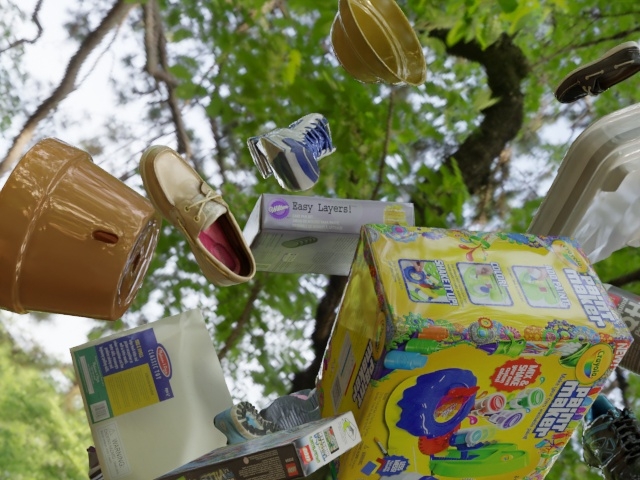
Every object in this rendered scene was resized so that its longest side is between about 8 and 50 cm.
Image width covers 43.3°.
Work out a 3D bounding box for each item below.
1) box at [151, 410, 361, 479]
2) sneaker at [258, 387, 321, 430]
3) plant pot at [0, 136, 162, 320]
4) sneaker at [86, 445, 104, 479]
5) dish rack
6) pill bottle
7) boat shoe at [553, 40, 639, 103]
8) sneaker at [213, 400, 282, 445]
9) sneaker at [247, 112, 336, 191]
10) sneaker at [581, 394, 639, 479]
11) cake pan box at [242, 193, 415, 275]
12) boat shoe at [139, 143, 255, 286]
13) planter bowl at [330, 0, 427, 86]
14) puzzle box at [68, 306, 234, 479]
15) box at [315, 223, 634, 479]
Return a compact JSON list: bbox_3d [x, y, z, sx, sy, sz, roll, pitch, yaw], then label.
[{"bbox_3d":[-0.070,0.238,0.867,0.207,0.114,0.036,-23,-97,31],"label":"box"},{"bbox_3d":[-0.074,0.360,1.562,0.319,0.131,0.112,14,54,-70],"label":"sneaker"},{"bbox_3d":[-0.387,0.002,1.304,0.203,0.291,0.291,20,-33,0],"label":"plant pot"},{"bbox_3d":[-0.423,0.433,1.765,0.098,0.223,0.083,59,3,40],"label":"sneaker"},{"bbox_3d":[0.446,-0.067,1.181,0.072,0.285,0.333,56,-27,29],"label":"dish rack"},{"bbox_3d":[0.711,0.208,1.906,0.318,0.176,0.176,23,-39,28],"label":"pill bottle"},{"bbox_3d":[0.368,-0.213,1.067,0.125,0.046,0.038,-29,-123,33],"label":"boat shoe"},{"bbox_3d":[-0.113,0.317,1.297,0.073,0.063,0.162,-18,-54,25],"label":"sneaker"},{"bbox_3d":[-0.044,-0.215,1.797,0.127,0.182,0.315,66,-12,-19],"label":"sneaker"},{"bbox_3d":[0.589,0.405,1.566,0.341,0.125,0.140,-151,-131,-82],"label":"sneaker"},{"bbox_3d":[0.000,0.000,1.327,0.267,0.245,0.070,127,-34,-70],"label":"cake pan box"},{"bbox_3d":[-0.117,-0.026,0.817,0.059,0.063,0.170,-1,-51,50],"label":"boat shoe"},{"bbox_3d":[0.080,-0.334,1.361,0.090,0.217,0.217,-28,-82,32],"label":"planter bowl"},{"bbox_3d":[-0.296,0.351,1.544,0.052,0.272,0.409,103,-33,-62],"label":"puzzle box"},{"bbox_3d":[0.166,0.149,0.984,0.177,0.279,0.290,-103,-160,-48],"label":"box"}]
